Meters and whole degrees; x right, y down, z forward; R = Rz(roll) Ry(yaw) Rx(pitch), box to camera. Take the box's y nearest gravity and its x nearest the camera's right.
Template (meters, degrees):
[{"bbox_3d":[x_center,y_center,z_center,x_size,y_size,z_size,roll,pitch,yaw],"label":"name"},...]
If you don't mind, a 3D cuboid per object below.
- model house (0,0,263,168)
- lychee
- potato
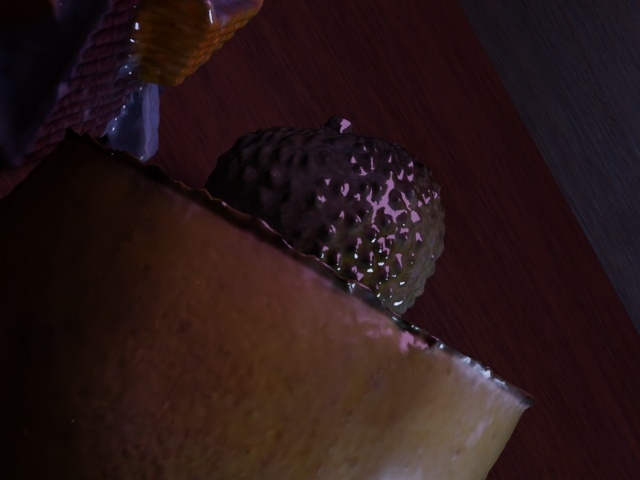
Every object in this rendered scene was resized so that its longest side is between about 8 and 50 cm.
[{"bbox_3d":[-0.196,-0.218,1.560,0.360,0.297,0.339,-41,135,-71],"label":"model house"},{"bbox_3d":[0.000,0.000,1.760,0.255,0.255,0.274,31,57,-58],"label":"lychee"},{"bbox_3d":[-0.100,0.136,1.299,0.442,0.319,0.385,36,-8,-39],"label":"potato"}]
